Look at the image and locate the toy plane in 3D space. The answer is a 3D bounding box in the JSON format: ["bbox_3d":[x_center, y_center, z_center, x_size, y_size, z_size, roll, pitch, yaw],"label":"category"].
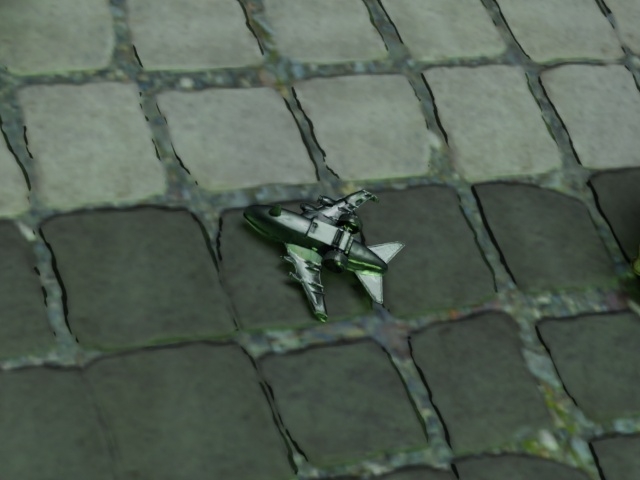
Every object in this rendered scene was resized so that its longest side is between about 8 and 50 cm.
[{"bbox_3d":[0.000,0.000,0.955,0.083,0.031,0.079,26,60,-8],"label":"toy plane"}]

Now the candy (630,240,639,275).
[{"bbox_3d":[0.216,-0.017,1.021,0.085,0.110,0.095,35,35,15],"label":"candy"}]
